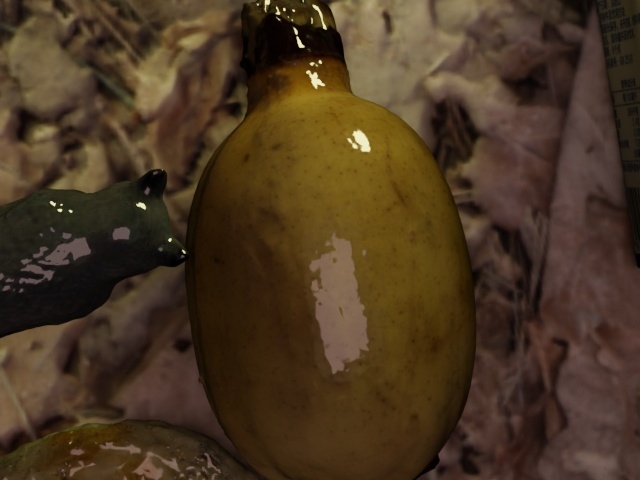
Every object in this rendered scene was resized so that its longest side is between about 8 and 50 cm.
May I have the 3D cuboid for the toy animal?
[{"bbox_3d":[-0.187,0.011,0.943,0.210,0.117,0.121,-23,90,23],"label":"toy animal"}]

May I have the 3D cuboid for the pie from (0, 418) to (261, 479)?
[{"bbox_3d":[-0.140,0.243,1.025,0.274,0.055,0.274,0,97,-2],"label":"pie"}]

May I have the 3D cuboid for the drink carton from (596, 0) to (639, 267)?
[{"bbox_3d":[0.252,-0.141,1.024,0.131,0.106,0.315,-11,93,-8],"label":"drink carton"}]

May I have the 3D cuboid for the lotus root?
[{"bbox_3d":[0.000,0.000,0.965,0.183,0.183,0.310,-7,90,-6],"label":"lotus root"}]
